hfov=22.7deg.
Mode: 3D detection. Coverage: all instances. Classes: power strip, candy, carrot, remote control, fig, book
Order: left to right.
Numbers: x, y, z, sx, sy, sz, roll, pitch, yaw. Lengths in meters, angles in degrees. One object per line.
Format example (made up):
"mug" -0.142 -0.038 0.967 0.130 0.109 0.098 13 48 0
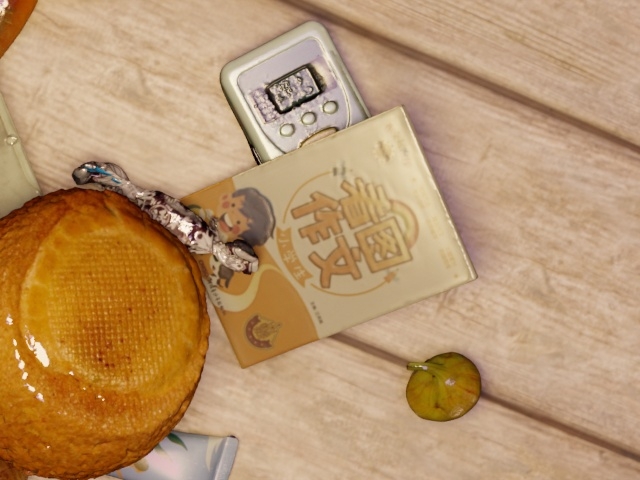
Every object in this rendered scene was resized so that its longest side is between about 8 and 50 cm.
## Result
"carrot" -0.376 -0.212 1.735 0.067 0.067 0.225 33 90 -7
"power strip" -0.364 -0.107 1.712 0.080 0.048 0.285 -25 115 -15
"candy" -0.167 -0.024 1.746 0.226 0.094 0.051 28 89 1
"book" 0.000 0.000 1.761 0.296 0.020 0.207 -22 95 18
"remote control" 0.006 -0.089 1.792 0.140 0.056 0.296 -28 95 -2
"fig" 0.139 0.160 1.803 0.084 0.098 0.082 11 68 13

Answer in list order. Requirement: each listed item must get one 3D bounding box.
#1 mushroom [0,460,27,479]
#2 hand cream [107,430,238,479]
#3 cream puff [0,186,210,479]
"mushroom" -0.355 0.279 1.765 0.088 0.073 0.129 -31 96 -9
"hand cream" -0.223 0.232 1.794 0.256 0.055 0.088 15 94 -14
"cream puff" -0.267 0.106 1.679 0.303 0.212 0.303 16 64 -37
